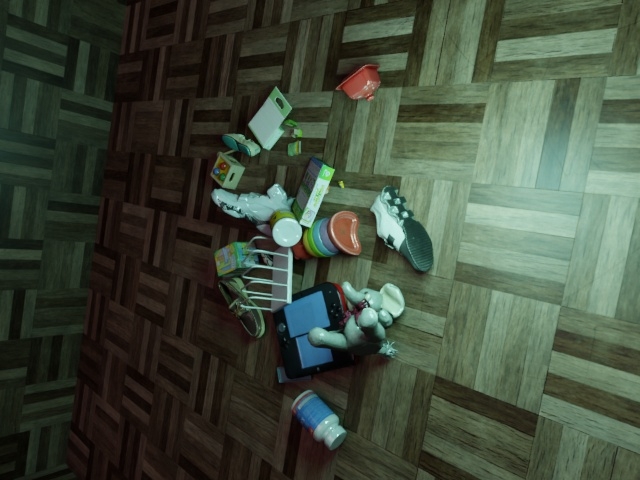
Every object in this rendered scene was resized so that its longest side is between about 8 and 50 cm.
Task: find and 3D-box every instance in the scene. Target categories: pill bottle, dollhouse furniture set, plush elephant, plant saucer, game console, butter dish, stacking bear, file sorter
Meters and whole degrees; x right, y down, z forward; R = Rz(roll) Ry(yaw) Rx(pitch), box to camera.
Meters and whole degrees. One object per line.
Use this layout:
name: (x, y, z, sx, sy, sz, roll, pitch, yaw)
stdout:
pill bottle: (-0.005, 0.710, 1.781, 0.221, 0.124, 0.124, 36, 109, 36)
dollhouse furniture set: (-0.129, -0.455, 2.007, 0.076, 0.059, 0.151, -2, 85, 40)
plush elephant: (0.151, 0.263, 1.617, 0.272, 0.330, 0.255, -31, 45, 32)
plant saucer: (-0.111, 0.574, 1.948, 0.192, 0.018, 0.067, -18, 76, 38)
game console: (-0.036, 0.373, 1.861, 0.387, 0.060, 0.342, -25, 67, 36)
butter dish: (0.167, -0.590, 1.735, 0.160, 0.160, 0.118, -30, 92, 35)
stacking bear: (0.000, 0.000, 1.812, 0.289, 0.164, 0.175, -21, 65, 44)
pill bottle: (-0.148, -0.060, 1.852, 0.208, 0.119, 0.119, -121, 50, -69)
file sorter: (-0.232, 0.141, 1.902, 0.193, 0.173, 0.277, -37, 47, 56)

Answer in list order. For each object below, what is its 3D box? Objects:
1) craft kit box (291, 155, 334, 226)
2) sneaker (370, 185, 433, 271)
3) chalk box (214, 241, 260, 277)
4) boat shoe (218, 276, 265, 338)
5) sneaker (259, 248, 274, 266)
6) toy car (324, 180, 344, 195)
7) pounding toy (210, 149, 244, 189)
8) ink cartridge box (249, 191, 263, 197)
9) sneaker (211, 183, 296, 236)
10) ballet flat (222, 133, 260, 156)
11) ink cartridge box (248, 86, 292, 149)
craft kit box: (-0.037, -0.203, 1.830, 0.246, 0.061, 0.250, -64, 17, 13)
sneaker: (0.284, -0.020, 1.616, 0.146, 0.122, 0.330, -47, 59, 48)
chalk box: (-0.380, 0.083, 2.128, 0.213, 0.132, 0.132, -24, 73, 36)
boat shoe: (-0.382, 0.316, 2.119, 0.123, 0.123, 0.342, -47, 60, 27)
sneaker: (-0.254, 0.080, 2.086, 0.109, 0.040, 0.043, 48, 125, 36)
toy car: (0.039, -0.209, 1.857, 0.122, 0.060, 0.040, -2, 117, 46)
pounding toy: (-0.482, -0.390, 2.270, 0.206, 0.094, 0.181, 42, 113, 33)
ink cartridge box: (-0.298, -0.156, 2.105, 0.052, 0.088, 0.122, 26, 103, 39)
sneaker: (-0.283, -0.179, 1.987, 0.366, 0.137, 0.210, 30, 100, -8)
ballet flat: (-0.384, -0.476, 2.211, 0.248, 0.086, 0.086, 33, 108, 35)
ink cartridge box: (-0.223, -0.565, 2.095, 0.235, 0.056, 0.171, -46, 61, 24)
